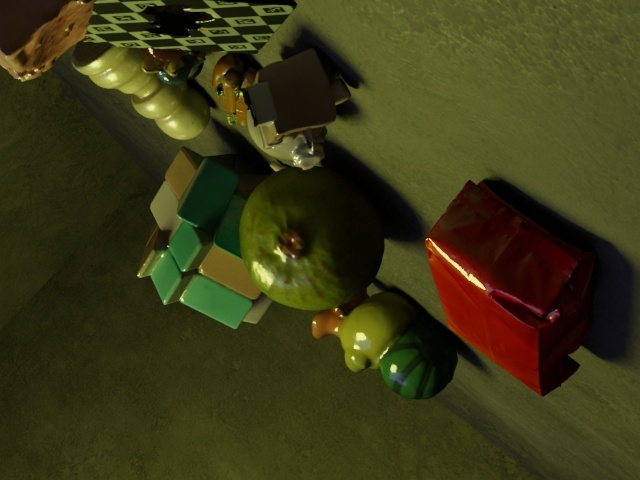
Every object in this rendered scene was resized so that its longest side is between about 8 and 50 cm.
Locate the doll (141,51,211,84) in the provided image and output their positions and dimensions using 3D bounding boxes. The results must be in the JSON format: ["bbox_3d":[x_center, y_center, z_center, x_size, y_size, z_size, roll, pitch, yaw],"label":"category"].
[{"bbox_3d":[-0.244,-0.316,1.514,0.102,0.089,0.179,8,-164,6],"label":"doll"}]

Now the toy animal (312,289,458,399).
[{"bbox_3d":[0.165,0.227,2.061,0.338,0.216,0.191,36,142,17],"label":"toy animal"}]

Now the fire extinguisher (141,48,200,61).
[{"bbox_3d":[-0.304,-0.384,1.438,0.341,0.105,0.141,39,-173,36],"label":"fire extinguisher"}]

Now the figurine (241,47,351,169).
[{"bbox_3d":[-0.038,-0.187,1.265,0.237,0.141,0.162,110,140,-82],"label":"figurine"}]

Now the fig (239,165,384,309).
[{"bbox_3d":[0.000,0.000,1.591,0.258,0.258,0.326,39,-173,19],"label":"fig"}]

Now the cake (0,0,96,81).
[{"bbox_3d":[-0.393,-0.400,1.148,0.293,0.307,0.314,42,171,-10],"label":"cake"}]

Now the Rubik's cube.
[{"bbox_3d":[-0.220,-0.005,2.037,0.387,0.358,0.368,39,-158,15],"label":"Rubik's cube"}]

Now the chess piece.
[{"bbox_3d":[-0.354,-0.323,1.822,0.300,0.167,0.167,44,171,-39],"label":"chess piece"}]

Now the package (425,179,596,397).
[{"bbox_3d":[0.269,0.084,1.216,0.196,0.123,0.423,40,169,27],"label":"package"}]

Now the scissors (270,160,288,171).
[{"bbox_3d":[0.016,-0.070,1.819,0.317,0.024,0.160,35,168,36],"label":"scissors"}]

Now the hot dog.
[{"bbox_3d":[-0.146,-0.254,1.524,0.100,0.068,0.249,41,171,1],"label":"hot dog"}]

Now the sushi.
[{"bbox_3d":[-0.186,-0.313,1.195,0.264,0.050,0.290,-1,180,-16],"label":"sushi"}]
